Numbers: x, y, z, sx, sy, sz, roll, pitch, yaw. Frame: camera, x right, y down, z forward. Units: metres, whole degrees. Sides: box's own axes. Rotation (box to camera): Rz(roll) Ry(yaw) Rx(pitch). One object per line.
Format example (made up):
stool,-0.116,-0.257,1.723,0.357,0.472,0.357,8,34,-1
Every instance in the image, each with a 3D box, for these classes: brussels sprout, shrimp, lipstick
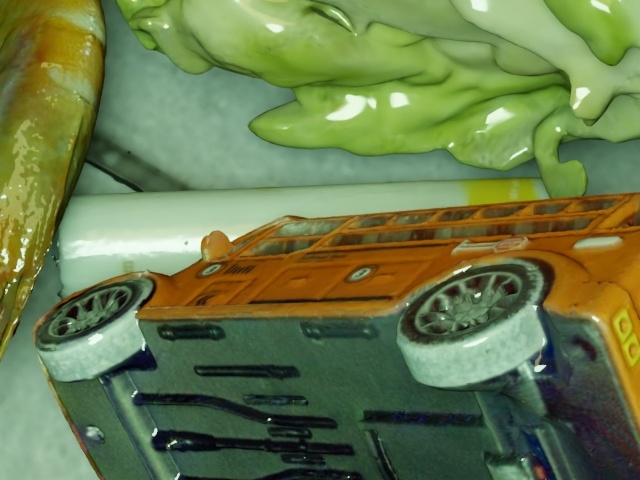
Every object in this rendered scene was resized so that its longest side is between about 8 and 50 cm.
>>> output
brussels sprout,0.059,-0.206,0.804,0.371,0.276,0.314,26,73,14
shrimp,-0.171,-0.040,0.835,0.150,0.068,0.248,-24,48,30
lipstick,0.000,0.000,0.852,0.264,0.059,0.059,-1,72,0

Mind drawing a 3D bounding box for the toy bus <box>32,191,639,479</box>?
toy bus,0.027,0.062,0.726,0.153,0.329,0.143,-42,116,-40
